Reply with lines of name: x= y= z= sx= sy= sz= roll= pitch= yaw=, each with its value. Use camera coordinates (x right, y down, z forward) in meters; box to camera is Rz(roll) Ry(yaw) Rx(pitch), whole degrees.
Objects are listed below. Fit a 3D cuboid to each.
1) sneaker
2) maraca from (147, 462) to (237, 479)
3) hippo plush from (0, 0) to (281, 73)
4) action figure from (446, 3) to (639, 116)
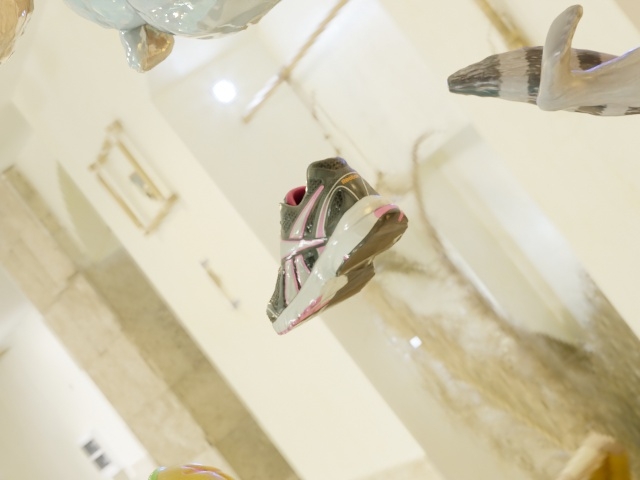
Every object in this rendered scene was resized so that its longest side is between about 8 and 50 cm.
sneaker: x=0.000 y=0.000 z=0.782 sx=0.072 sy=0.077 sz=0.178 roll=-24 pitch=-17 yaw=-36
maraca: x=-0.093 y=0.250 z=0.899 sx=0.099 sy=0.127 sz=0.185 roll=-45 pitch=24 yaw=5
hippo plush: x=-0.139 y=-0.150 z=0.547 sx=0.294 sy=0.234 sz=0.237 roll=7 pitch=-9 yaw=40
action figure: x=0.256 y=-0.130 z=0.685 sx=0.341 sy=0.330 sz=0.178 roll=-96 pitch=28 yaw=-56
